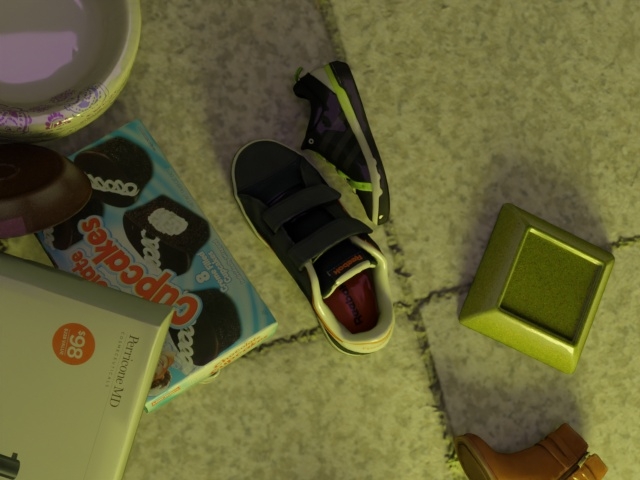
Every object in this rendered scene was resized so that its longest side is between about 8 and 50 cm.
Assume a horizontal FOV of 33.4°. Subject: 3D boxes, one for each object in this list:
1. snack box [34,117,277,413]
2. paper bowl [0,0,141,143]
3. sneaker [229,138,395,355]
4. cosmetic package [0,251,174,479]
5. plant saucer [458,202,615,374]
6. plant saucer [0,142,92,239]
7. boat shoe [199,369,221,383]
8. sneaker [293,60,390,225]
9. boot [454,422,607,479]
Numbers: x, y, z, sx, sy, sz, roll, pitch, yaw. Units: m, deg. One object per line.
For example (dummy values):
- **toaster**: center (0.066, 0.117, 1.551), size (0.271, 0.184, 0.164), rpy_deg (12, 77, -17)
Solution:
- **snack box**: center (-0.217, 0.027, 1.307), size (0.187, 0.060, 0.322), rpy_deg (-32, 76, -15)
- **paper bowl**: center (-0.365, -0.258, 1.300), size (0.284, 0.148, 0.284), rpy_deg (2, 82, -14)
- **sneaker**: center (0.000, 0.000, 1.372), size (0.126, 0.127, 0.321), rpy_deg (-34, 90, -14)
- **cosmetic package**: center (-0.354, 0.212, 1.187), size (0.284, 0.097, 0.377), rpy_deg (17, 101, -2)
- **plant saucer**: center (0.311, 0.065, 1.480), size (0.188, 0.045, 0.188), rpy_deg (25, 78, -10)
- **plant saucer**: center (-0.365, -0.066, 1.228), size (0.198, 0.199, 0.036), rpy_deg (-10, 123, -15)
- **boat shoe**: center (-0.211, 0.138, 1.333), size (0.184, 0.063, 0.066), rpy_deg (25, 78, -10)
- **sneaker**: center (0.025, -0.125, 1.428), size (0.097, 0.084, 0.235), rpy_deg (-19, 85, 5)
- **boot**: center (0.284, 0.297, 1.438), size (0.152, 0.073, 0.197), rpy_deg (-42, 97, -20)
